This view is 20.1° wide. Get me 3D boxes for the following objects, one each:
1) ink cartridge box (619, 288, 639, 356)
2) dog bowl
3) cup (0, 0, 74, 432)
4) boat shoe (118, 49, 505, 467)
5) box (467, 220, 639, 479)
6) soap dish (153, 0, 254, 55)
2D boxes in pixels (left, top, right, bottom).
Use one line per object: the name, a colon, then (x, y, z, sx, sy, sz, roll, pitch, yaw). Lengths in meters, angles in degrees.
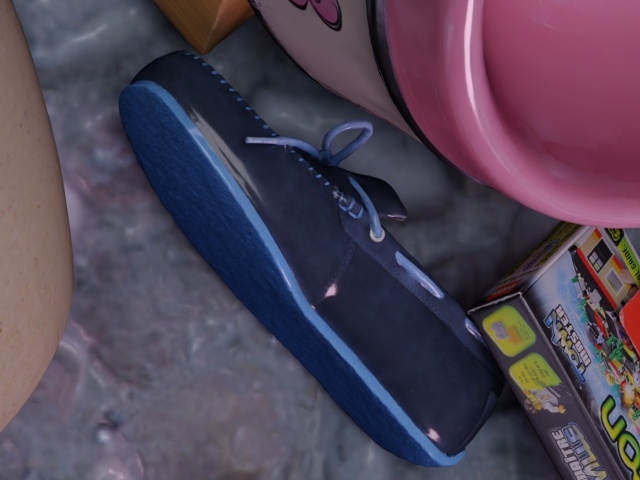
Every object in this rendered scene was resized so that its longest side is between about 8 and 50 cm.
ink cartridge box: (0.252, 0.072, 0.967, 0.145, 0.045, 0.179, -40, 104, -38)
dog bowl: (0.167, -0.178, 0.796, 0.408, 0.150, 0.408, -20, 138, -19)
cup: (-0.238, -0.016, 0.743, 0.331, 0.331, 0.237, -49, 129, -11)
boat shoe: (0.000, 0.000, 0.906, 0.089, 0.109, 0.258, -46, 118, -19)
box: (0.164, 0.096, 0.942, 0.114, 0.036, 0.207, -39, 102, -48)
soap dish: (-0.059, -0.274, 0.870, 0.229, 0.118, 0.291, -42, 101, -13)
